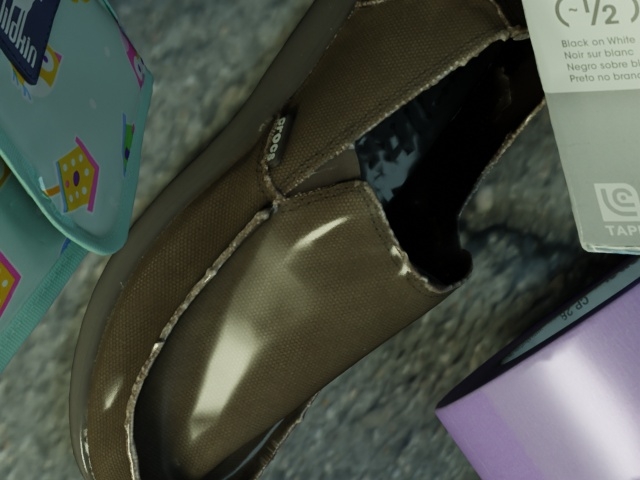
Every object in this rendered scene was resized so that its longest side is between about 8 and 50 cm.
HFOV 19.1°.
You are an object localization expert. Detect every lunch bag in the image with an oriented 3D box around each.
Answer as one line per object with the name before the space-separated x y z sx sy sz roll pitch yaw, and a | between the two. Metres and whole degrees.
lunch bag | -0.194 -0.054 0.774 0.262 0.160 0.223 -50 133 -19

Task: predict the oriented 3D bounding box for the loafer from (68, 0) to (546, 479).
loafer | 0.000 0.000 0.975 0.134 0.130 0.366 25 98 -44

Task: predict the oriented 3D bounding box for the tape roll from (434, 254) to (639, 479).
tape roll | 0.200 0.052 1.080 0.275 0.275 0.090 -34 88 -18

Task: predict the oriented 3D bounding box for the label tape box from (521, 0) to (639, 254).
label tape box | 0.184 -0.202 0.939 0.249 0.115 0.348 -47 126 -47
